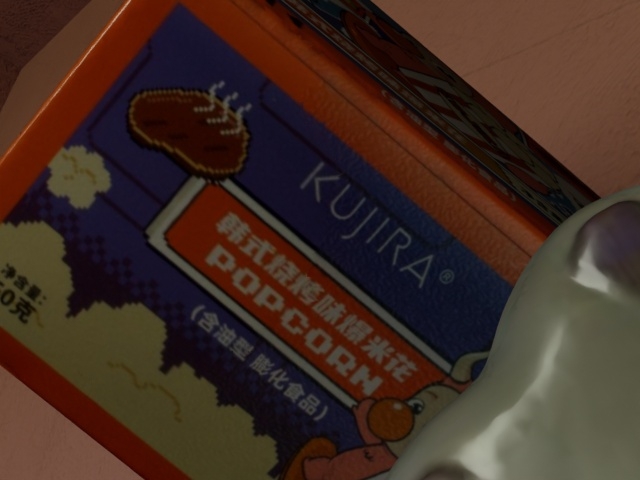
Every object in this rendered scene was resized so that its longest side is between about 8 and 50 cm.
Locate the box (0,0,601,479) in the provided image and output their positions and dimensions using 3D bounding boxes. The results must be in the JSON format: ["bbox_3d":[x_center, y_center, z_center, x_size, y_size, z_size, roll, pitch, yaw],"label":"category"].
[{"bbox_3d":[0.000,0.000,0.861,0.257,0.348,0.318,-48,6,15],"label":"box"}]

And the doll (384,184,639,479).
[{"bbox_3d":[0.137,0.124,0.518,0.370,0.226,0.215,86,-154,-68],"label":"doll"}]
